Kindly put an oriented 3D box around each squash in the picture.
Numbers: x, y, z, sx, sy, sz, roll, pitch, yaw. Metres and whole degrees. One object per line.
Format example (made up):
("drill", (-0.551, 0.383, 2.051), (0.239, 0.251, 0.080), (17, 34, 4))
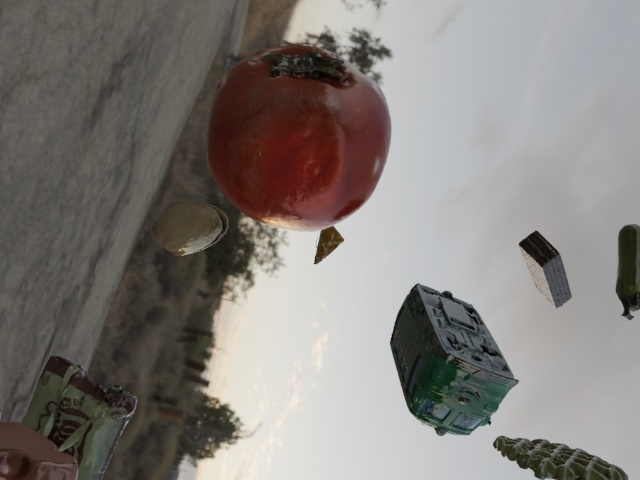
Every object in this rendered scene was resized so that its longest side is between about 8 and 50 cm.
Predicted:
("squash", (0.783, 0.075, 1.571), (0.332, 0.087, 0.087), (-60, 180, -44))

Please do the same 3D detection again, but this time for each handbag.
("handbag", (-0.469, 0.364, 1.180), (0.127, 0.212, 0.235), (52, 59, -75))

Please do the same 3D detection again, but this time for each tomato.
("tomato", (-0.037, -0.182, 1.113), (0.293, 0.324, 0.290), (-101, -163, -53))

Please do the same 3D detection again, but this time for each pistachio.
("pistachio", (-0.369, -0.035, 1.749), (0.126, 0.223, 0.153), (7, 81, -74))

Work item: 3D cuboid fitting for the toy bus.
("toy bus", (0.261, 0.254, 1.342), (0.344, 0.183, 0.200), (-94, -151, -69))

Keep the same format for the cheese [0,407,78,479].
("cheese", (-0.353, 0.235, 0.620), (0.177, 0.202, 0.128), (-174, -86, -70))

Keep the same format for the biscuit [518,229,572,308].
("biscuit", (0.697, 0.098, 1.931), (0.073, 0.388, 0.107), (-38, -126, 4))

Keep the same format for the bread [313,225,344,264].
("bread", (0.000, 0.000, 1.683), (0.109, 0.080, 0.084), (-41, -172, 2))

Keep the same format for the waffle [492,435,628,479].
("waffle", (0.615, 0.570, 1.627), (0.309, 0.291, 0.056), (167, -68, -79))
